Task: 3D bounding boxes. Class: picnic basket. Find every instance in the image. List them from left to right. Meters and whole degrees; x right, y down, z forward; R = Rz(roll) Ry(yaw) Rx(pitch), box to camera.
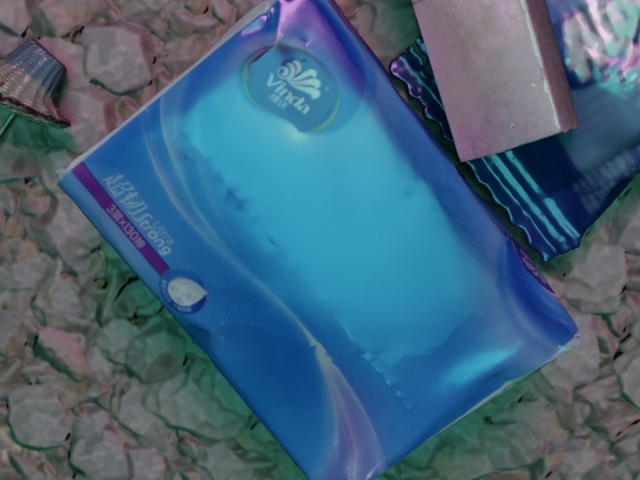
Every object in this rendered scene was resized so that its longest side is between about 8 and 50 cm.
[{"bbox_3d":[-0.211,-0.098,0.578,0.083,0.065,0.083,40,85,-10],"label":"picnic basket"}]

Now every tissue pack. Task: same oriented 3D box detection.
[{"bbox_3d":[0.000,0.000,0.542,0.198,0.146,0.263,-37,97,9],"label":"tissue pack"}]

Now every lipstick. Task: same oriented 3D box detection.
[{"bbox_3d":[0.077,-0.209,0.504,0.068,0.066,0.317,-16,93,27],"label":"lipstick"}]

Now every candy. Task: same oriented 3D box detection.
[{"bbox_3d":[0.228,-0.138,0.536,0.331,0.077,0.187,-35,89,12],"label":"candy"}]
